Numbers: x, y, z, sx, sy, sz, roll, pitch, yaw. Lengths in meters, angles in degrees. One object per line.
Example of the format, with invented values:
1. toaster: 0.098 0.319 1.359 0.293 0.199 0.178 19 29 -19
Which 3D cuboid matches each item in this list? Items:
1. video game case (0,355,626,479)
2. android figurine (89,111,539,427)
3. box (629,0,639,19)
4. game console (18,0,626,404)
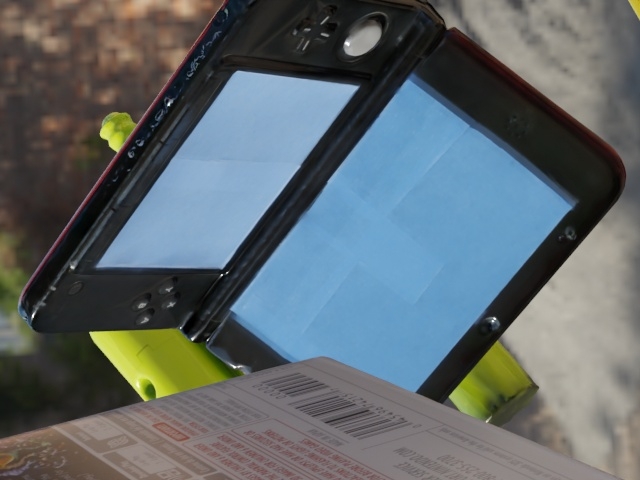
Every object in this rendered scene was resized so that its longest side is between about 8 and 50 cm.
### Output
1. video game case: -0.030 0.068 0.375 0.190 0.173 0.022 18 117 61
2. android figurine: -0.012 0.013 1.066 0.273 0.248 0.056 47 143 18
3. box: 0.288 -0.294 1.180 0.177 0.279 0.290 -9 -112 -56
4. game console: 0.000 0.000 0.600 0.085 0.124 0.144 50 117 26
